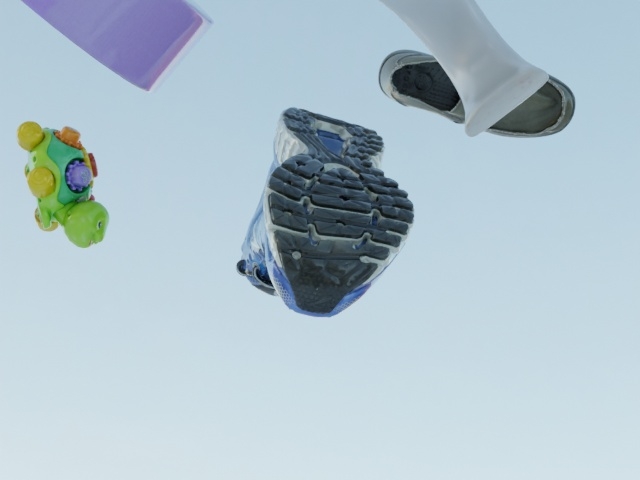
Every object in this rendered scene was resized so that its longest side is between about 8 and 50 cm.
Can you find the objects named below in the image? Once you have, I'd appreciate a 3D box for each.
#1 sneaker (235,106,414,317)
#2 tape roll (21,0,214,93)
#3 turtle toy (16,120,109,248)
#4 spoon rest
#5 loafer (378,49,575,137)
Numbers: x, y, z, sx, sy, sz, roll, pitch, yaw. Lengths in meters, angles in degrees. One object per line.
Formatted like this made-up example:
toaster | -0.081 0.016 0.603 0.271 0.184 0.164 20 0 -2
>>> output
sneaker | 0.000 0.000 1.363 0.130 0.147 0.330 15 20 -4
tape roll | -0.228 -0.254 1.421 0.275 0.090 0.275 41 5 -4
turtle toy | -0.235 -0.050 1.442 0.066 0.130 0.095 -13 -24 -10
spoon rest | 0.022 -0.184 0.887 0.137 0.276 0.084 -37 3 10
loafer | 0.191 -0.178 1.955 0.251 0.094 0.087 9 12 7
